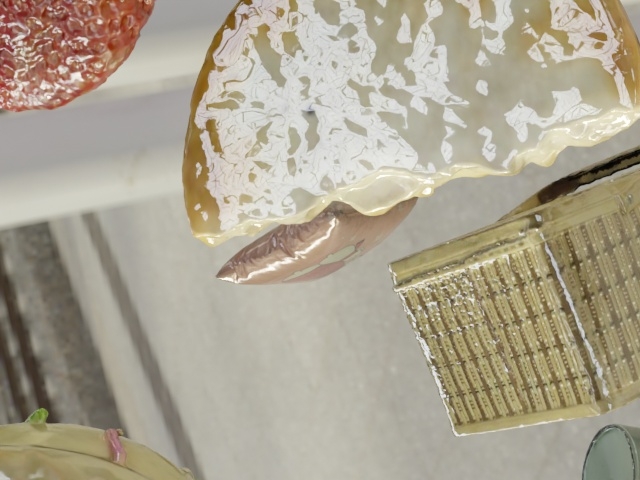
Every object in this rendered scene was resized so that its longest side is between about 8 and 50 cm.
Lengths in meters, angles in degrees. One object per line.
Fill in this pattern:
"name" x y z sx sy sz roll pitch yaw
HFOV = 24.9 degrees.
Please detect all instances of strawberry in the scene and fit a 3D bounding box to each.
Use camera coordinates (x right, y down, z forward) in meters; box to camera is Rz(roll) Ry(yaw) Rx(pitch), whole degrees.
"strawberry" -0.207 -0.187 1.197 0.106 0.175 0.236 57 153 32

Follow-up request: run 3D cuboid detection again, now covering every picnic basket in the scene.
"picnic basket" 0.246 0.021 1.217 0.228 0.313 0.175 -23 88 59

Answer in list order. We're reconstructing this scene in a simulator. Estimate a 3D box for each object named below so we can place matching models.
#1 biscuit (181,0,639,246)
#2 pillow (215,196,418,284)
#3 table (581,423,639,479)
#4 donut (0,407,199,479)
"biscuit" 0.047 -0.118 0.942 0.040 0.309 0.204 34 -137 -63
"pillow" 0.000 0.000 2.037 0.236 0.223 0.084 -33 76 31
"table" 0.439 0.296 1.744 0.126 0.220 0.126 -171 90 -71
"donut" -0.203 0.286 1.152 0.307 0.371 0.150 -47 15 21
